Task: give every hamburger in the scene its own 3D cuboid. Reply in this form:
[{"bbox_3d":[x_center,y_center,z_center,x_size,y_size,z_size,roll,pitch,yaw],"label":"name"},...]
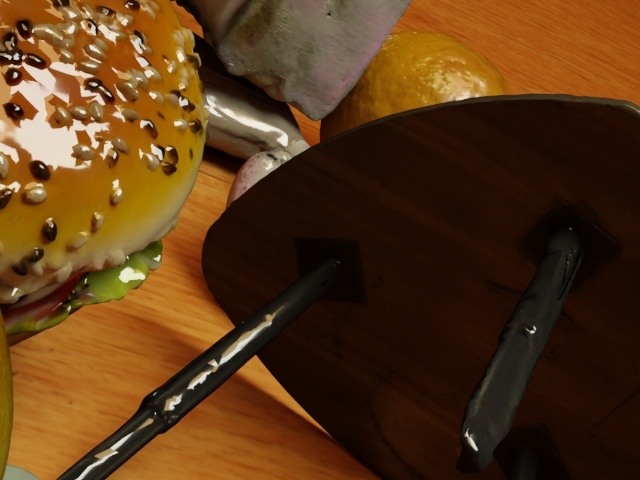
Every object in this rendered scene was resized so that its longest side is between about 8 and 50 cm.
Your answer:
[{"bbox_3d":[-0.194,-0.076,0.706,0.300,0.176,0.300,18,51,-24],"label":"hamburger"}]

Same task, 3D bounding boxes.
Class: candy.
[{"bbox_3d":[-0.021,-0.221,1.110,0.137,0.195,0.185,23,21,-37],"label":"candy"}]

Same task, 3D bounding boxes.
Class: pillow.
[{"bbox_3d":[-0.139,-0.141,1.113,0.270,0.067,0.173,22,21,-26],"label":"pillow"}]

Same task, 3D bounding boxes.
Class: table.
[{"bbox_3d":[0.047,0.094,0.696,0.317,0.317,0.249,36,39,3],"label":"table"}]

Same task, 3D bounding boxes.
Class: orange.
[{"bbox_3d":[0.081,-0.085,1.162,0.155,0.177,0.177,-22,56,-34],"label":"orange"}]

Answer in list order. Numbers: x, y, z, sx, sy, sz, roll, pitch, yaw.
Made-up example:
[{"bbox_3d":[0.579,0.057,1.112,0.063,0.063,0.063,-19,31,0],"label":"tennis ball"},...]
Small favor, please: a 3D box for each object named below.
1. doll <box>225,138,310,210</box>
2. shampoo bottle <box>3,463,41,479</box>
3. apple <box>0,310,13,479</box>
[{"bbox_3d":[0.000,0.000,0.996,0.149,0.095,0.192,45,24,9],"label":"doll"},{"bbox_3d":[-0.142,0.167,0.553,0.056,0.056,0.195,27,24,-17],"label":"shampoo bottle"},{"bbox_3d":[-0.226,0.065,0.492,0.237,0.207,0.237,13,17,-4],"label":"apple"}]
